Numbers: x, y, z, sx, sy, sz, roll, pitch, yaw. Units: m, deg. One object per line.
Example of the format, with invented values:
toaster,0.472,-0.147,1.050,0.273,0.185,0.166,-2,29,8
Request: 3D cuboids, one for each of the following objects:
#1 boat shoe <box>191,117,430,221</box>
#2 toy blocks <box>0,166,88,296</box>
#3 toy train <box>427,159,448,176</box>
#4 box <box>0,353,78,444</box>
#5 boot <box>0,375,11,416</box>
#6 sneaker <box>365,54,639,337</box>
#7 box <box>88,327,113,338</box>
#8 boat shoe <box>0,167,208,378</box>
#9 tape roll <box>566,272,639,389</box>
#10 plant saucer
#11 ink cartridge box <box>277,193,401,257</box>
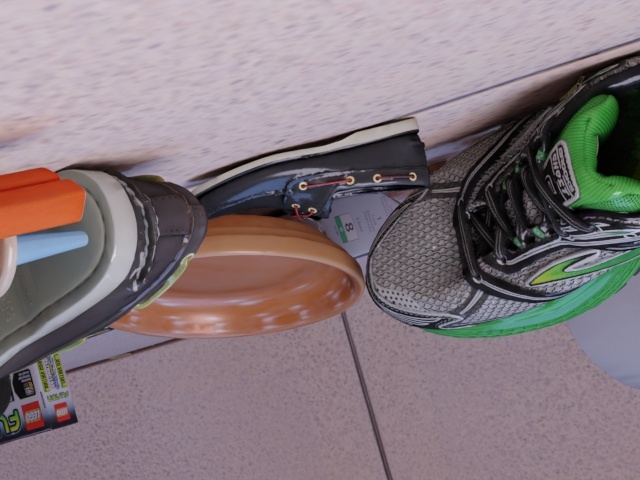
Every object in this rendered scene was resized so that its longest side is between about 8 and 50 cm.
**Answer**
boat shoe,-0.005,-0.031,0.755,0.133,0.042,0.049,-14,178,-4
toy blocks,-0.139,-0.004,0.524,0.148,0.054,0.123,-11,174,-44
toy train,0.143,-0.056,0.974,0.166,0.046,0.125,-16,-178,2
box,-0.322,0.139,1.270,0.207,0.114,0.036,-18,175,33
boot,-0.337,0.120,0.871,0.236,0.085,0.178,0,159,-33
sneaker,0.148,-0.039,0.798,0.343,0.134,0.146,-31,161,38
box,-0.277,0.075,1.036,0.220,0.051,0.175,-19,174,33
boat shoe,-0.149,0.026,0.687,0.227,0.081,0.068,-23,168,40
tape roll,0.358,0.012,1.268,0.246,0.246,0.169,-13,175,-30
plant saucer,-0.069,0.026,0.957,0.200,0.037,0.200,-3,161,-1
ink cartridge box,0.000,0.000,1.139,0.181,0.056,0.224,-19,180,37
